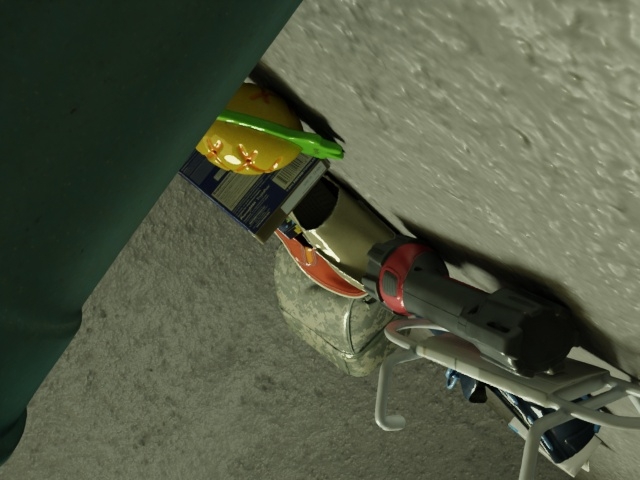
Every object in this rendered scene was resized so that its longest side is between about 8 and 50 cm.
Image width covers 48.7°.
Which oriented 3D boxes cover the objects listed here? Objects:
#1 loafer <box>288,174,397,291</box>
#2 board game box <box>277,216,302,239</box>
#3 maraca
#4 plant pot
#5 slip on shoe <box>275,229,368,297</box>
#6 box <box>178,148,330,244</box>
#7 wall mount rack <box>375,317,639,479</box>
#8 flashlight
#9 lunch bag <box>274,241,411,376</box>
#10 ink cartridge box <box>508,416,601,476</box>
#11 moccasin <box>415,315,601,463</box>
[{"bbox_3d":[0.022,-0.018,0.991,0.268,0.102,0.092,40,-178,6],"label":"loafer"},{"bbox_3d":[-0.091,-0.101,1.112,0.170,0.048,0.141,43,-159,-27],"label":"board game box"},{"bbox_3d":[-0.065,-0.119,0.783,0.185,0.099,0.127,15,-178,4],"label":"maraca"},{"bbox_3d":[-0.201,-0.111,0.391,0.341,0.334,0.341,39,175,4],"label":"plant pot"},{"bbox_3d":[0.000,0.000,1.337,0.331,0.123,0.101,48,169,-27],"label":"slip on shoe"},{"bbox_3d":[-0.107,-0.107,0.966,0.225,0.136,0.036,38,176,34],"label":"box"},{"bbox_3d":[0.243,0.184,0.813,0.304,0.130,0.350,-3,-168,-38],"label":"wall mount rack"},{"bbox_3d":[0.158,0.068,0.799,0.103,0.103,0.304,47,169,-26],"label":"flashlight"},{"bbox_3d":[0.042,0.125,1.606,0.305,0.212,0.256,33,155,40],"label":"lunch bag"},{"bbox_3d":[0.460,0.380,1.373,0.143,0.090,0.092,40,176,-7],"label":"ink cartridge box"},{"bbox_3d":[0.259,0.202,1.092,0.342,0.117,0.138,37,175,40],"label":"moccasin"}]
